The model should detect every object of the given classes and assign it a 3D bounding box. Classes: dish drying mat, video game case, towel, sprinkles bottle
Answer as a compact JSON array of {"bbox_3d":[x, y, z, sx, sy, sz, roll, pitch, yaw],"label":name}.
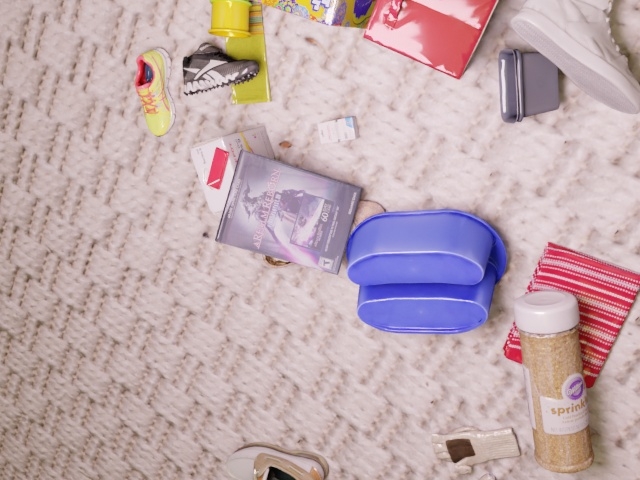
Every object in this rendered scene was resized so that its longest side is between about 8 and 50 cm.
[{"bbox_3d":[-0.212,-0.147,1.287,0.032,0.008,0.083,24,112,13],"label":"dish drying mat"},{"bbox_3d":[-0.063,-0.056,1.313,0.274,0.026,0.196,16,89,-19],"label":"video game case"},{"bbox_3d":[-0.170,-0.430,1.415,0.102,0.021,0.238,2,107,24],"label":"towel"},{"bbox_3d":[0.473,0.284,1.264,0.121,0.121,0.356,-6,104,25],"label":"sprinkles bottle"},{"bbox_3d":[0.514,0.160,1.295,0.198,0.031,0.275,21,113,16],"label":"towel"}]

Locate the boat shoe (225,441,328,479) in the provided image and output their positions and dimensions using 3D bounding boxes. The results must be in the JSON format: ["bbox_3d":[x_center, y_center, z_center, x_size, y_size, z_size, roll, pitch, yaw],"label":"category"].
[{"bbox_3d":[-0.134,0.617,1.672,0.302,0.103,0.113,-8,102,25],"label":"boat shoe"}]

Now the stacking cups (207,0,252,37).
[{"bbox_3d":[-0.184,-0.595,1.314,0.095,0.096,0.317,9,103,21],"label":"stacking cups"}]

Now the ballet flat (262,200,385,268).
[{"bbox_3d":[0.000,0.000,1.424,0.315,0.106,0.108,-22,96,27],"label":"ballet flat"}]

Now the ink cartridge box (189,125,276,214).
[{"bbox_3d":[-0.180,-0.160,1.393,0.093,0.212,0.155,-14,99,26],"label":"ink cartridge box"}]

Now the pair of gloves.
[{"bbox_3d":[0.373,0.551,1.469,0.204,0.042,0.240,-7,103,25],"label":"pair of gloves"}]

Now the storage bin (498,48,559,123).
[{"bbox_3d":[0.393,-0.295,1.181,0.090,0.098,0.135,-7,104,-3],"label":"storage bin"}]

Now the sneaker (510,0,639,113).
[{"bbox_3d":[0.494,-0.365,1.097,0.292,0.108,0.169,35,90,-15],"label":"sneaker"}]

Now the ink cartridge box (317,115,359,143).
[{"bbox_3d":[0.039,-0.242,1.377,0.083,0.028,0.048,-5,103,24],"label":"ink cartridge box"}]

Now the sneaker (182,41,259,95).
[{"bbox_3d":[-0.235,-0.393,1.399,0.234,0.078,0.106,0,108,40],"label":"sneaker"}]

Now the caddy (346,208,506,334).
[{"bbox_3d":[0.213,0.057,1.314,0.340,0.179,0.242,-1,127,19],"label":"caddy"}]

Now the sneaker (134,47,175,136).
[{"bbox_3d":[-0.409,-0.352,1.500,0.081,0.094,0.209,5,109,20],"label":"sneaker"}]

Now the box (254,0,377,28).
[{"bbox_3d":[-0.026,-0.524,1.172,0.279,0.290,0.177,24,114,16],"label":"box"}]

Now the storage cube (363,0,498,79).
[{"bbox_3d":[0.215,-0.425,1.148,0.193,0.215,0.184,26,114,7],"label":"storage cube"}]
